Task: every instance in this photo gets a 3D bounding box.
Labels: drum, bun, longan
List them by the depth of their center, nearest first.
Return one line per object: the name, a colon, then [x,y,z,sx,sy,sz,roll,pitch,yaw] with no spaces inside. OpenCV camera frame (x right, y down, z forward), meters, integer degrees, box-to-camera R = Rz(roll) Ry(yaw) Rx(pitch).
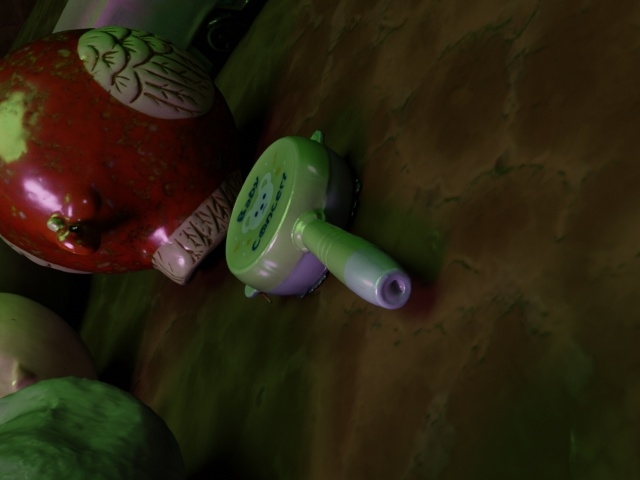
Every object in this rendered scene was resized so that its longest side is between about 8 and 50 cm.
bun: [-0.209,0.261,0.730,0.354,0.194,0.354,-164,90,-81]
drum: [0.007,-0.020,0.746,0.253,0.049,0.130,-2,67,64]
longan: [-0.398,0.075,1.355,0.196,0.196,0.220,-18,42,60]

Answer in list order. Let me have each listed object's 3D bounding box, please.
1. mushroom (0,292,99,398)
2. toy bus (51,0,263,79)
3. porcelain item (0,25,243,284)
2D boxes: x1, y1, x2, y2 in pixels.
mushroom: [-0.386,0.191,1.048,0.314,0.336,0.314,-167,90,-69]
toy bus: [-0.217,-0.218,1.261,0.386,0.162,0.171,-51,30,35]
porcelain item: [-0.190,-0.055,0.964,0.253,0.253,0.253,-47,31,39]
